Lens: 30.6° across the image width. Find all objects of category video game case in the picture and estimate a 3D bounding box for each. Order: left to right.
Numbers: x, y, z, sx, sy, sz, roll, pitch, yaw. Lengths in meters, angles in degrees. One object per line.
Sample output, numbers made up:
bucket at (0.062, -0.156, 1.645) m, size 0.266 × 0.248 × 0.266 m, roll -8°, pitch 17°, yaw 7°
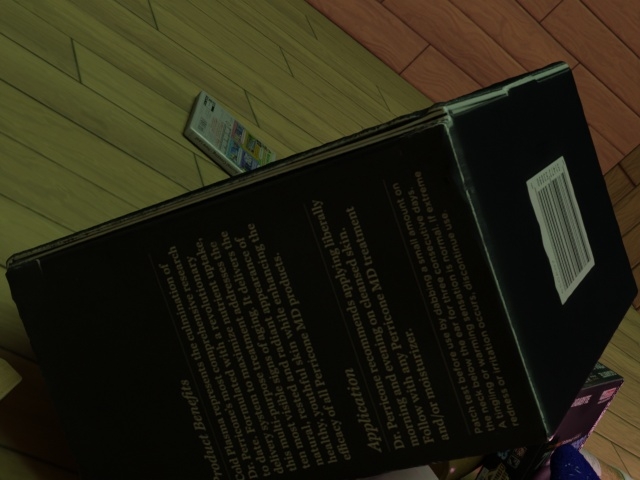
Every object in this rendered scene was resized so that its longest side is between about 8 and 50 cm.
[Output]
video game case at (-0.164, -0.177, 2.169) m, size 0.193 × 0.023 × 0.212 m, roll 41°, pitch 19°, yaw -17°

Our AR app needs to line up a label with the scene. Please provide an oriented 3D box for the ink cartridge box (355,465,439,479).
ink cartridge box at (0.023, 0.367, 1.095) m, size 0.198 × 0.270 × 0.197 m, roll 52°, pitch 20°, yaw 17°

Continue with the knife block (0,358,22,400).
knife block at (-0.358, 0.181, 0.942) m, size 0.275 × 0.088 × 0.242 m, roll 27°, pitch 28°, yaw -46°

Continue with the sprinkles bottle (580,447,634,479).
sprinkles bottle at (0.428, 0.413, 2.093) m, size 0.355 × 0.121 × 0.121 m, roll 33°, pitch 23°, yaw -33°

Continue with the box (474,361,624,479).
box at (0.335, 0.325, 1.802) m, size 0.073 × 0.293 × 0.295 m, roll 35°, pitch 13°, yaw 24°

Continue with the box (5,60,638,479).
box at (0.032, 0.039, 1.217) m, size 0.480 × 0.471 × 0.298 m, roll -28°, pitch 102°, yaw -63°

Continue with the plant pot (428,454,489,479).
plant pot at (0.181, 0.261, 1.760) m, size 0.237 × 0.237 × 0.254 m, roll 47°, pitch 33°, yaw 3°

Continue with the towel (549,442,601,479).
towel at (0.388, 0.438, 1.595) m, size 0.228 × 0.076 × 0.308 m, roll 61°, pitch 17°, yaw -15°
